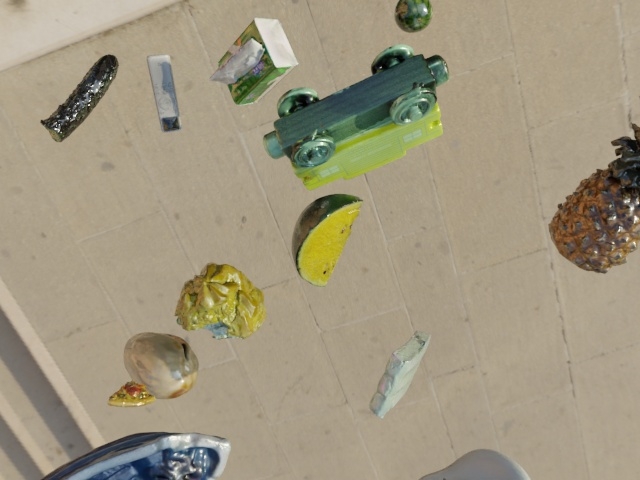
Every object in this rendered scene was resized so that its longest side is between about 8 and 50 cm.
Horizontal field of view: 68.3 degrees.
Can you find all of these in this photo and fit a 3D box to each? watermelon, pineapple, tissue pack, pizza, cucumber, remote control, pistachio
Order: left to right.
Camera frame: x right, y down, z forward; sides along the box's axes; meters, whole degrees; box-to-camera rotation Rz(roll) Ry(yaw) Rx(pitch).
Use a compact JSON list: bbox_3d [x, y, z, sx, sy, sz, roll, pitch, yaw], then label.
[{"bbox_3d":[-0.657,-0.402,1.318,0.072,0.304,0.081,21,153,12],"label":"cucumber"},{"bbox_3d":[-0.356,0.281,0.882,0.083,0.078,0.025,5,109,-34],"label":"pizza"},{"bbox_3d":[-0.370,0.286,1.093,0.215,0.144,0.144,14,115,38],"label":"pistachio"},{"bbox_3d":[-0.475,-0.441,1.446,0.067,0.029,0.261,-13,141,-17],"label":"remote control"},{"bbox_3d":[-0.199,-0.496,1.326,0.209,0.156,0.148,-25,91,44],"label":"tissue pack"},{"bbox_3d":[-0.005,0.004,0.767,0.092,0.075,0.182,25,122,0],"label":"watermelon"},{"bbox_3d":[0.237,-0.583,1.210,0.108,0.109,0.109,-1,109,-2],"label":"watermelon"},{"bbox_3d":[0.541,-0.102,0.813,0.169,0.169,0.341,12,131,-6],"label":"pineapple"}]

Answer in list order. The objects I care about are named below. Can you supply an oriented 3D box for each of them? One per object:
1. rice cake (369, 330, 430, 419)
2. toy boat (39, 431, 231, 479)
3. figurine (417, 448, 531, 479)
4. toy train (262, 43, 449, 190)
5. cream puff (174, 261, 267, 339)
[{"bbox_3d":[0.155,0.236,0.875,0.043,0.237,0.127,25,101,19],"label":"rice cake"},{"bbox_3d":[-0.214,0.273,0.415,0.309,0.142,0.129,-29,105,-32],"label":"toy boat"},{"bbox_3d":[0.071,0.206,0.279,0.192,0.126,0.147,-15,77,18],"label":"figurine"},{"bbox_3d":[0.093,-0.273,1.116,0.441,0.272,0.179,-22,69,11],"label":"toy train"},{"bbox_3d":[-0.162,0.099,0.773,0.156,0.156,0.121,17,75,-7],"label":"cream puff"}]
